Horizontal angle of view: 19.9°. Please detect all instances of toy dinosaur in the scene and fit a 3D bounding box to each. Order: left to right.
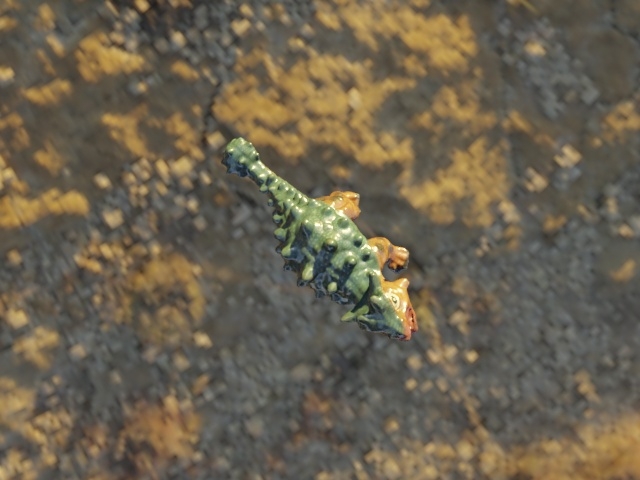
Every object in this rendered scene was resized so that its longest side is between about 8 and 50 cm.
[{"bbox_3d":[0.000,0.000,0.947,0.055,0.154,0.049,-1,131,-55],"label":"toy dinosaur"}]
